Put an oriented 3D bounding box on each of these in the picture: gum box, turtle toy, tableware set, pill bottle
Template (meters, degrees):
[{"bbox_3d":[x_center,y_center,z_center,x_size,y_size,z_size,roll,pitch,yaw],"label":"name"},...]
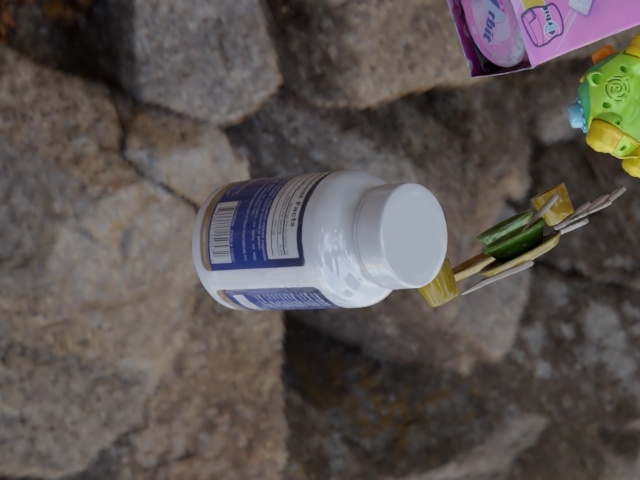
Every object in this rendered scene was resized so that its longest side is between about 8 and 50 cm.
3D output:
[{"bbox_3d":[0.110,-0.194,0.861,0.107,0.188,0.062,-23,-171,-26],"label":"gum box"},{"bbox_3d":[0.238,-0.100,1.225,0.130,0.066,0.095,29,86,-41],"label":"turtle toy"},{"bbox_3d":[0.100,-0.001,0.887,0.104,0.024,0.154,-26,-177,36],"label":"tableware set"},{"bbox_3d":[0.000,0.000,0.778,0.120,0.067,0.067,-3,164,43],"label":"pill bottle"}]
